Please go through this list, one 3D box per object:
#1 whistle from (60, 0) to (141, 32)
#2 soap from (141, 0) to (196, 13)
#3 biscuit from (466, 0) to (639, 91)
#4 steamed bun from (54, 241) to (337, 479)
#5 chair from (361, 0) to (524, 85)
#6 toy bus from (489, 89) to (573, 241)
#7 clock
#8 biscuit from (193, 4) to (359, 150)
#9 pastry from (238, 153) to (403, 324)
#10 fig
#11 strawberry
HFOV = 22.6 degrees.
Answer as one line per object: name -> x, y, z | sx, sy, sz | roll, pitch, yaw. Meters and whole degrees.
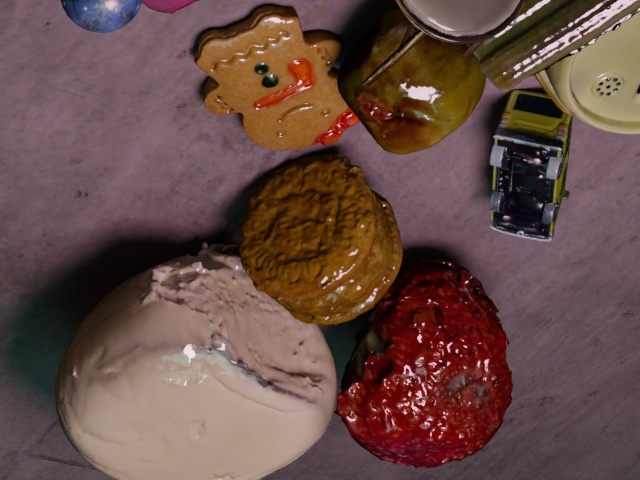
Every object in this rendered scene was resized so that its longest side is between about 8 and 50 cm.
whistle -> -0.234, -0.246, 1.573 | 0.158, 0.090, 0.090 | -1, 140, -15
soap -> -0.056, -0.374, 1.431 | 0.359, 0.128, 0.233 | -24, 143, 13
biscuit -> 0.288, -0.266, 1.606 | 0.322, 0.099, 0.038 | -33, 174, 22
steamed bun -> -0.163, 0.153, 1.973 | 0.312, 0.233, 0.334 | -30, 132, 25
chair -> 0.138, -0.259, 1.490 | 0.170, 0.159, 0.326 | -19, 180, -22
toy bus -> 0.250, -0.087, 1.897 | 0.088, 0.101, 0.175 | 12, 144, 13
clock -> 0.365, -0.232, 1.740 | 0.348, 0.117, 0.286 | 0, 140, -16
biscuit -> -0.044, -0.167, 1.768 | 0.166, 0.036, 0.225 | -23, 141, 9
pastry -> 0.000, 0.000, 1.870 | 0.189, 0.188, 0.103 | -25, 147, 14
fig -> 0.105, -0.174, 1.727 | 0.166, 0.154, 0.144 | -15, -171, -25
strawberry -> 0.143, 0.167, 2.052 | 0.220, 0.274, 0.274 | 27, 134, -1
